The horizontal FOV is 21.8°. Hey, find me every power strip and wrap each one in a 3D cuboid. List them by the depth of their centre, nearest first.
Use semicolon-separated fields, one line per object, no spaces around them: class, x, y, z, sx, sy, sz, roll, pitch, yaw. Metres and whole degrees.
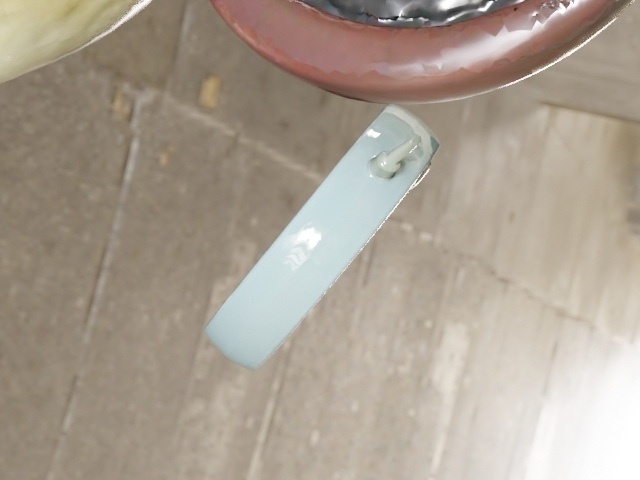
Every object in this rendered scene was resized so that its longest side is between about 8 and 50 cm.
power strip;0.000;0.000;0.985;0.216;0.044;0.137;-50;-179;34

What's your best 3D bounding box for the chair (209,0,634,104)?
chair;0.005;-0.190;0.522;0.401;0.226;0.227;36;68;-62

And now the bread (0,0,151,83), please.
bread;-0.139;-0.190;0.739;0.314;0.192;0.171;-91;177;-48
